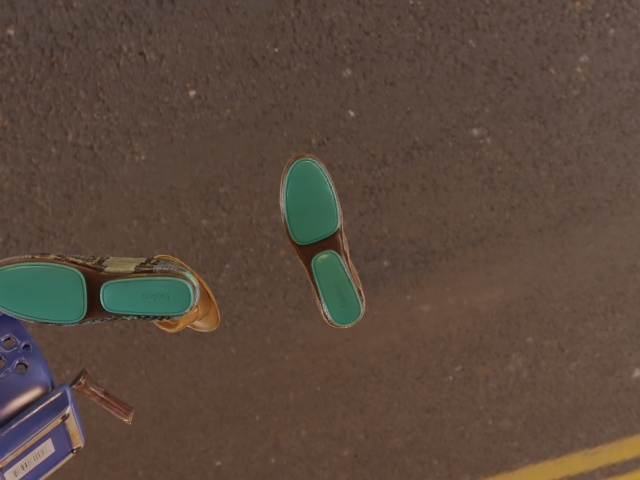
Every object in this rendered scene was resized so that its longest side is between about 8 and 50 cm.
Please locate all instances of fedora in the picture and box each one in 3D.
[{"bbox_3d":[-0.278,0.117,1.646,0.079,0.194,0.194,-41,143,-35],"label":"fedora"}]

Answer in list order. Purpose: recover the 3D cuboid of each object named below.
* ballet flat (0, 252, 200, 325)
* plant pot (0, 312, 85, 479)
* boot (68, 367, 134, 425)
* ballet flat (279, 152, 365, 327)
[{"bbox_3d":[-0.204,0.041,0.786,0.188,0.070,0.070,6,128,-8],"label":"ballet flat"},{"bbox_3d":[-0.540,0.302,1.471,0.236,0.212,0.236,-38,157,-29],"label":"plant pot"},{"bbox_3d":[-0.332,0.245,1.345,0.114,0.106,0.037,40,78,-6],"label":"boot"},{"bbox_3d":[0.000,0.000,1.659,0.116,0.124,0.342,-21,100,-4],"label":"ballet flat"}]
